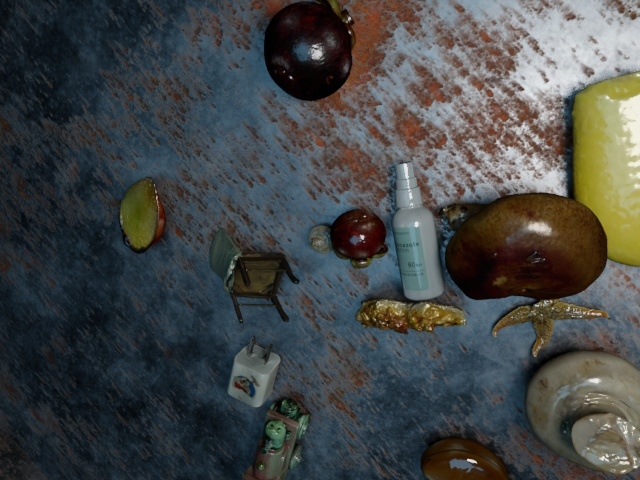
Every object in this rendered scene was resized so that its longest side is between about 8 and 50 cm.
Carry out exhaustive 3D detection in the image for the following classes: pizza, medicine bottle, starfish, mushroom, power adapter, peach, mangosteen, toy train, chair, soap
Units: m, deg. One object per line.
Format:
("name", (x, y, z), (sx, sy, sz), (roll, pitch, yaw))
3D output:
("pizza", (0.233, 0.209, 1.164), (0.306, 0.161, 0.085), (-1, 72, 26))
("medicine bottle", (0.241, -0.026, 1.117), (0.110, 0.110, 0.351), (-8, 102, 21))
("starfish", (0.572, 0.205, 1.103), (0.138, 0.050, 0.247), (47, 121, 1))
("mushroom", (0.638, 0.420, 1.003), (0.298, 0.290, 0.297), (5, 106, 19))
("power adapter", (-0.207, 0.402, 1.389), (0.130, 0.125, 0.204), (20, 111, 14))
("peach", (-0.570, -0.089, 1.412), (0.189, 0.068, 0.279), (39, 116, 14))
("mushroom", (0.445, -0.003, 0.982), (0.346, 0.259, 0.345), (3, 149, 2))
("mangosteen", (0.101, 0.010, 1.157), (0.156, 0.146, 0.181), (9, 108, 14))
("toy train", (-0.146, 0.669, 1.390), (0.150, 0.221, 0.304), (18, 109, 16))
("chair", (-0.208, 0.100, 1.307), (0.186, 0.319, 0.160), (3, 115, -28))
("mushroom", (0.000, 0.000, 1.226), (0.085, 0.079, 0.085), (4, 103, 18))
("mangosteen", (-0.011, -0.469, 1.044), (0.228, 0.228, 0.265), (38, 73, 6))
("soap", (0.707, -0.147, 0.916), (0.306, 0.115, 0.427), (-9, 103, 18))

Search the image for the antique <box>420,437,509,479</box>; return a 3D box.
("antique", (0.427, 0.686, 1.242), (0.278, 0.129, 0.223), (29, 112, 10))
